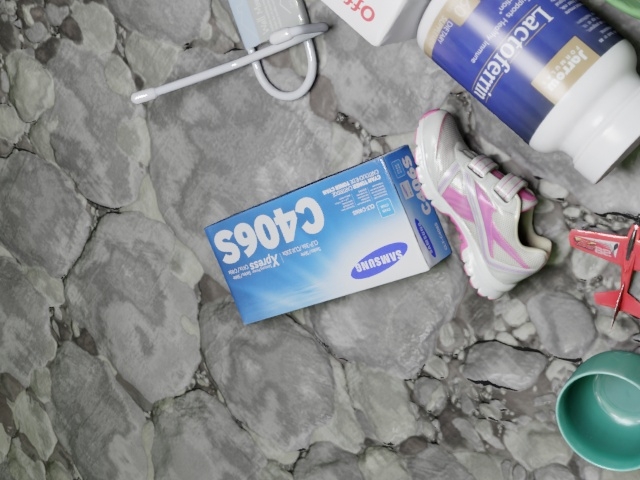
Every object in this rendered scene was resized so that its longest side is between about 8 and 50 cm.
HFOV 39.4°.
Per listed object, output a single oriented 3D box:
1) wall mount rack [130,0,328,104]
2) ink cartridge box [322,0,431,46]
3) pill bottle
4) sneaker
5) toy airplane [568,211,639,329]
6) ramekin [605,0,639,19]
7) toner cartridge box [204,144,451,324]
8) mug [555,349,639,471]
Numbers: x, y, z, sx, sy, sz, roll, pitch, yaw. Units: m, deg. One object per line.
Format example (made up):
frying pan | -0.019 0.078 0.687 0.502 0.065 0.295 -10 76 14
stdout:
wall mount rack | -0.155 -0.340 1.229 0.304 0.130 0.350 -13 98 37
ink cartridge box | 0.104 -0.389 0.989 0.198 0.197 0.270 44 126 13
pill bottle | 0.249 -0.193 0.991 0.265 0.153 0.153 44 126 13
sneaker | 0.208 -0.057 1.111 0.111 0.103 0.252 -25 99 34
toy airplane | 0.369 0.037 1.070 0.151 0.028 0.151 13 114 32
ramekin | 0.335 -0.348 0.792 0.303 0.148 0.303 5 99 32
toner cartridge box | 0.000 0.000 1.282 0.348 0.075 0.165 -20 96 38
mug | 0.369 0.213 1.092 0.129 0.097 0.157 -10 102 36
